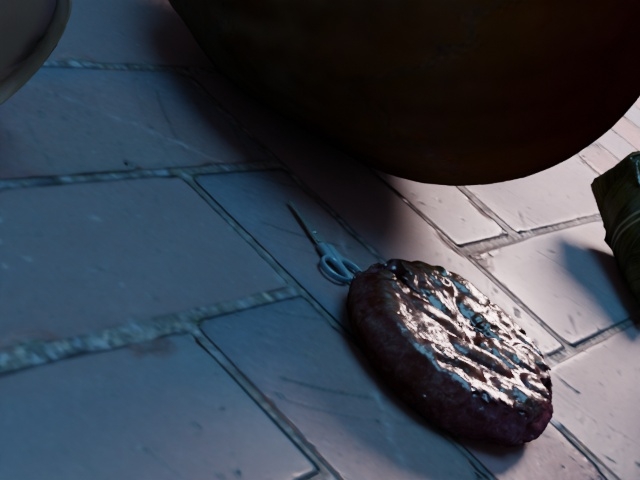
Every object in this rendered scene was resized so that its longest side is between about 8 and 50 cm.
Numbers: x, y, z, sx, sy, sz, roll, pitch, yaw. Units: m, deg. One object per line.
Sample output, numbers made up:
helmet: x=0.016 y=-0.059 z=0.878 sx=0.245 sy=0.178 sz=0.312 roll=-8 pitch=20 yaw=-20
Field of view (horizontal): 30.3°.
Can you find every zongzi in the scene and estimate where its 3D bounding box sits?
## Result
zongzi: x=0.333 y=0.031 z=1.051 sx=0.187 sy=0.084 sz=0.184 roll=27 pitch=39 yaw=-26

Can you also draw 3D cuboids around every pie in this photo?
pie: x=0.080 y=0.063 z=0.709 sx=0.154 sy=0.036 sz=0.154 roll=29 pitch=24 yaw=-14

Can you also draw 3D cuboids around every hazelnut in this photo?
hazelnut: x=0.073 y=-0.230 z=0.884 sx=0.359 sy=0.359 sz=0.409 roll=19 pitch=20 yaw=-30

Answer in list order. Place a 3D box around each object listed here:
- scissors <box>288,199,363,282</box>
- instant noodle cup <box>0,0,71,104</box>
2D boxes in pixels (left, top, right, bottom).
scissors: x=0.000 y=0.000 z=0.759 sx=0.036 sy=0.006 sz=0.083 roll=11 pitch=32 yaw=-45
instant noodle cup: x=-0.204 y=-0.130 z=0.586 sx=0.122 sy=0.151 sz=0.151 roll=44 pitch=25 yaw=6
